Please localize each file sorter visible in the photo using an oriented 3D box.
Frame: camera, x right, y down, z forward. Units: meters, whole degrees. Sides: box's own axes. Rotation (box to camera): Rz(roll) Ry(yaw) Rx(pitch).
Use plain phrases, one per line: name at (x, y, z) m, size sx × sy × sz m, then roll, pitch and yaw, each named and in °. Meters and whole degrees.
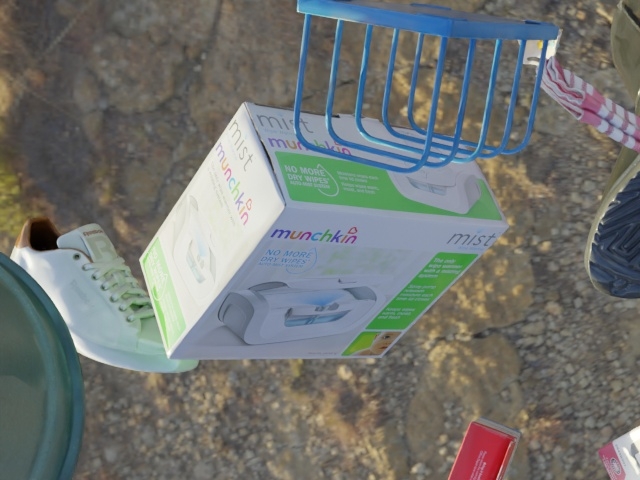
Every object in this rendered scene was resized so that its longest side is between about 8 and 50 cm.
file sorter at (0.074, -0.114, 0.731) m, size 0.118 × 0.170 × 0.104 m, roll 18°, pitch 109°, yaw 32°

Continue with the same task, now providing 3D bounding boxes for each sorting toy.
sorting toy at (0.369, -0.327, 1.725) m, size 0.083 × 0.045 × 0.075 m, roll 29°, pitch 127°, yaw 31°

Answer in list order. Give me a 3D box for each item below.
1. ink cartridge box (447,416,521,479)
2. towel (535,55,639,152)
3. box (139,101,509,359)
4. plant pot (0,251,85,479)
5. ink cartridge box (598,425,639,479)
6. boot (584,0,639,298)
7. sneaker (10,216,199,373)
ink cartridge box at (0.259, 0.360, 1.630) m, size 0.078 × 0.231 × 0.134 m, roll 20°, pitch 88°, yaw 16°
towel at (0.286, -0.094, 0.892) m, size 0.197 × 0.144 × 0.029 m, roll 26°, pitch 108°, yaw -13°
box at (0.000, 0.000, 0.972) m, size 0.231 × 0.262 × 0.126 m, roll -49°, pitch 50°, yaw 37°
plant pot at (-0.347, 0.109, 0.713) m, size 0.334 × 0.341 × 0.341 m, roll 124°, pitch 127°, yaw -73°
ink cartridge box at (0.497, 0.318, 1.399) m, size 0.158 × 0.092 × 0.218 m, roll 68°, pitch 155°, yaw 21°
boot at (0.437, -0.179, 1.356) m, size 0.146 × 0.445 × 0.367 m, roll 18°, pitch 119°, yaw -7°
sneaker at (-0.255, 0.055, 1.175) m, size 0.290 × 0.106 × 0.123 m, roll 24°, pitch 107°, yaw 26°
